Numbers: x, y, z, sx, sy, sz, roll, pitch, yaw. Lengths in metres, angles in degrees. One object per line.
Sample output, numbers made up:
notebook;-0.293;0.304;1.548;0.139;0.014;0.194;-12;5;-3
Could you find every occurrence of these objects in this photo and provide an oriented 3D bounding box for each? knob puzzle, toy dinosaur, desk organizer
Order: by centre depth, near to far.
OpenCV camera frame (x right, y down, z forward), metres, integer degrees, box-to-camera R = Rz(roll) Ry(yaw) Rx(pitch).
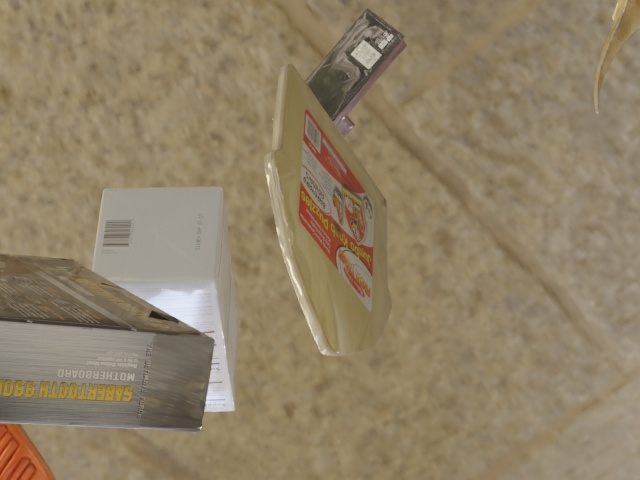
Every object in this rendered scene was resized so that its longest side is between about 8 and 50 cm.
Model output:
toy dinosaur;0.215;-0.159;1.059;0.183;0.053;0.092;-57;161;-6
knob puzzle;0.000;0.000;1.138;0.030;0.213;0.213;-15;137;21
desk organizer;0.022;-0.137;1.412;0.130;0.047;0.050;-50;159;0

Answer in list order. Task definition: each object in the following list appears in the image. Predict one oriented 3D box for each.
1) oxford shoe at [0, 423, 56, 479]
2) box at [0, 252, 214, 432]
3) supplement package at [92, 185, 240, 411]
oxford shoe;-0.370;0.182;1.577;0.130;0.364;0.133;-54;152;-1
box;-0.191;0.050;0.904;0.183;0.231;0.056;7;97;-30
supplement package;-0.167;0.071;1.769;0.134;0.139;0.244;-1;139;3
